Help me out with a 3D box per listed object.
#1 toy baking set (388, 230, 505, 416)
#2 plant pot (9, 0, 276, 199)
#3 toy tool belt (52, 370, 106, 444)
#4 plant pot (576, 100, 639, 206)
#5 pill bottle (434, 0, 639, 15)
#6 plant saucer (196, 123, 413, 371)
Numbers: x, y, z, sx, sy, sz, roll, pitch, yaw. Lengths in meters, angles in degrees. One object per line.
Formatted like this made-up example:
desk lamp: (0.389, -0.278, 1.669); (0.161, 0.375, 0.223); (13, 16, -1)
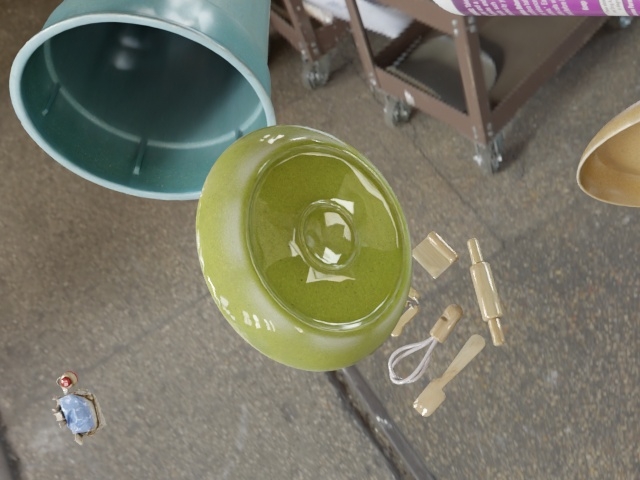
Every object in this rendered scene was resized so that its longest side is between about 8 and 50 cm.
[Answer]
toy baking set: (0.174, 0.117, 1.381); (0.197, 0.030, 0.256); (-24, 68, 20)
plant pot: (-0.209, -0.289, 1.300); (0.341, 0.341, 0.334); (-5, 52, 16)
toy tool belt: (-0.300, 0.204, 1.143); (0.052, 0.083, 0.051); (-27, 5, 21)
plant pot: (0.332, -0.086, 0.786); (0.236, 0.236, 0.032); (-9, 69, 12)
pill bottle: (0.184, -0.282, 0.821); (0.301, 0.169, 0.169); (8, 58, 28)
plant saucer: (0.000, 0.000, 0.878); (0.037, 0.241, 0.241); (-23, 38, 53)
